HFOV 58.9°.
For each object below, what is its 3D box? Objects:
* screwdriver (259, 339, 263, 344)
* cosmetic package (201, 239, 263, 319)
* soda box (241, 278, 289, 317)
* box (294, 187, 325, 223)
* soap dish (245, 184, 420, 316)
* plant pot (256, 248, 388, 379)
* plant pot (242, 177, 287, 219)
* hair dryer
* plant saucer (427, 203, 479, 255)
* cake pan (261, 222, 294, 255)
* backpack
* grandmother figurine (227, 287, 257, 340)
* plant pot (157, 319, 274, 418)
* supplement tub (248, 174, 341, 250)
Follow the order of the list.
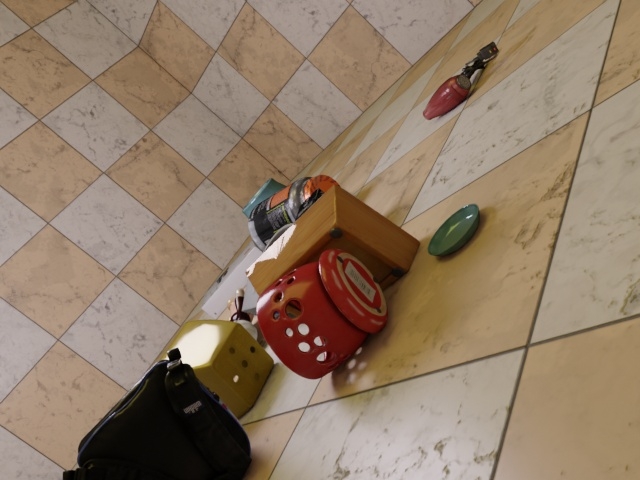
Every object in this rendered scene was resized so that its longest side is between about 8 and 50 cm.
[{"bbox_3d":[-0.219,0.346,1.603,0.170,0.025,0.024,-41,10,-4],"label":"screwdriver"},{"bbox_3d":[-0.409,0.178,2.709,0.377,0.097,0.284,-49,14,-2],"label":"cosmetic package"},{"bbox_3d":[-0.094,0.131,1.468,0.286,0.091,0.098,-21,54,52],"label":"soda box"},{"bbox_3d":[0.028,-0.035,1.476,0.077,0.180,0.147,-44,12,18],"label":"box"},{"bbox_3d":[0.022,0.051,1.144,0.291,0.229,0.118,-43,29,29],"label":"soap dish"},{"bbox_3d":[0.009,0.123,1.004,0.174,0.191,0.191,-38,14,24],"label":"plant pot"},{"bbox_3d":[-0.161,-0.103,2.261,0.271,0.255,0.272,-46,12,12],"label":"plant pot"},{"bbox_3d":[0.435,-0.474,1.742,0.293,0.080,0.223,-40,-3,17],"label":"hair dryer"},{"bbox_3d":[0.239,-0.013,0.998,0.119,0.021,0.119,-47,10,11],"label":"plant saucer"},{"bbox_3d":[-0.111,0.093,1.680,0.293,0.054,0.293,-41,36,40],"label":"cake pan"},{"bbox_3d":[-0.270,0.380,1.031,0.276,0.263,0.213,-48,5,-17],"label":"backpack"},{"bbox_3d":[-0.236,0.248,1.694,0.104,0.208,0.342,-9,9,-10],"label":"grandmother figurine"},{"bbox_3d":[-0.240,0.311,1.339,0.187,0.212,0.212,-24,24,37],"label":"plant pot"},{"bbox_3d":[-0.080,-0.089,1.964,0.338,0.207,0.207,-25,25,45],"label":"supplement tub"}]
